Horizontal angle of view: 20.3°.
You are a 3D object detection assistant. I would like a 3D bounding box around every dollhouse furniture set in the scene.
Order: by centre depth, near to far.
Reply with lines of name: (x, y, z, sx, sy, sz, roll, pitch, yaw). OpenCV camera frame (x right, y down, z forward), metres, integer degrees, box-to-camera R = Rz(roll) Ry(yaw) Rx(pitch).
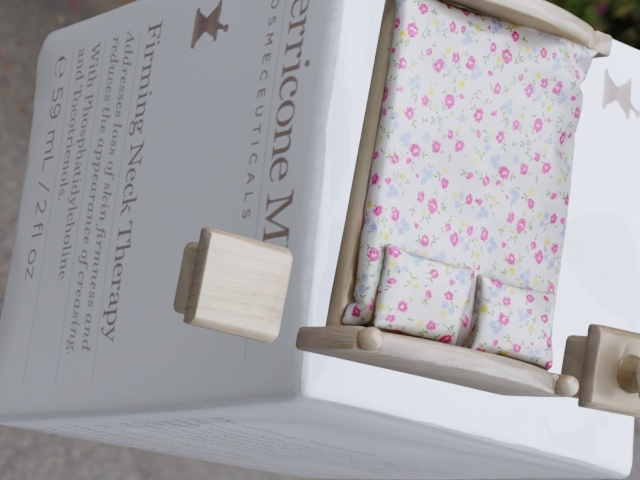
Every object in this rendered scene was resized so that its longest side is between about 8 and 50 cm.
dollhouse furniture set: (0.141, -0.074, 0.870, 0.355, 0.174, 0.303, 13, 82, -33)

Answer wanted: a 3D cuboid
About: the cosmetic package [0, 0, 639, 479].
cosmetic package: (0.000, 0.000, 1.362, 0.327, 0.394, 0.329, 17, 72, -38)
